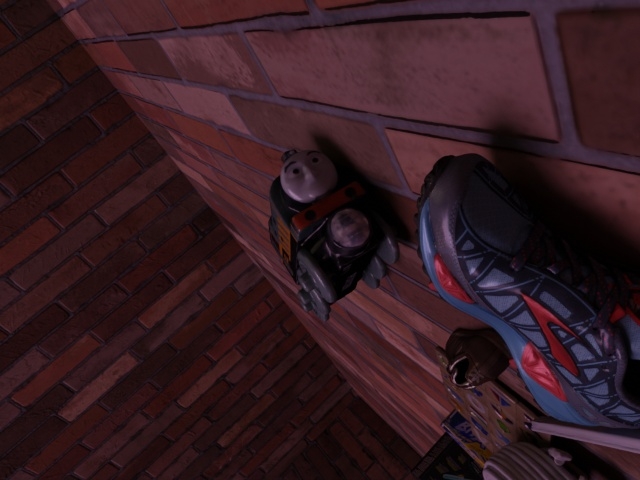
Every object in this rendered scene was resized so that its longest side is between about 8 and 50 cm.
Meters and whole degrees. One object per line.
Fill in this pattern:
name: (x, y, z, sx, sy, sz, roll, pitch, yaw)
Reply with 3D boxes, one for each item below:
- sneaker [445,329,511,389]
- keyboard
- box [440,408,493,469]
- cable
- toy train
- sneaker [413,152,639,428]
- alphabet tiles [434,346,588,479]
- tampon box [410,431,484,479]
sneaker: (0.196, 0.166, 0.659, 0.066, 0.071, 0.188, 45, 166, 13)
keyboard: (0.265, 0.155, 0.405, 0.256, 0.072, 0.014, 99, 153, -74)
box: (0.339, 0.439, 1.033, 0.169, 0.054, 0.059, 42, 166, 23)
cable: (0.342, 0.412, 0.681, 0.257, 0.089, 0.257, 56, 170, 12)
toy train: (0.000, 0.000, 0.696, 0.190, 0.142, 0.334, 55, 169, 13)
sneaker: (0.177, 0.033, 0.335, 0.262, 0.104, 0.125, 46, 154, -18)
alphabet tiles: (0.315, 0.328, 0.825, 0.285, 0.011, 0.342, 40, 162, 43)
tampon box: (0.347, 0.618, 1.294, 0.120, 0.161, 0.101, 47, 167, 7)
